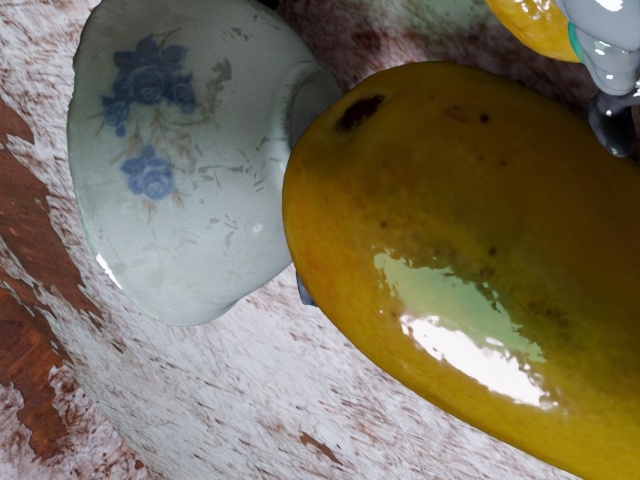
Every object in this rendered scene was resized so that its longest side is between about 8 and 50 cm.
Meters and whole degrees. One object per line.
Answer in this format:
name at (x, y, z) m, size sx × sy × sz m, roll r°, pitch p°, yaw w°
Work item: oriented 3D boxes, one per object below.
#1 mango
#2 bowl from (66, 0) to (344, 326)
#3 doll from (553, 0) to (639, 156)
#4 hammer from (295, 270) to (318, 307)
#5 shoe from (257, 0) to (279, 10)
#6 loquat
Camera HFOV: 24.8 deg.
mango at (0.171, 0.046, 1.083) m, size 0.445 × 0.232 × 0.300 m, roll 39°, pitch 166°, yaw 3°
bowl at (-0.060, -0.083, 1.221) m, size 0.146 × 0.313 × 0.313 m, roll -2°, pitch 133°, yaw 31°
doll at (0.219, -0.145, 0.767) m, size 0.258 × 0.195 × 0.153 m, roll 56°, pitch -170°, yaw -50°
hammer at (0.000, 0.000, 1.576) m, size 0.137 × 0.037 × 0.290 m, roll 40°, pitch 158°, yaw 19°
shoe at (-0.083, -0.255, 1.251) m, size 0.071 × 0.049 × 0.179 m, roll 30°, pitch 154°, yaw 33°
loquat at (0.147, -0.175, 0.898) m, size 0.137 × 0.113 × 0.137 m, roll 29°, pitch 178°, yaw 1°
